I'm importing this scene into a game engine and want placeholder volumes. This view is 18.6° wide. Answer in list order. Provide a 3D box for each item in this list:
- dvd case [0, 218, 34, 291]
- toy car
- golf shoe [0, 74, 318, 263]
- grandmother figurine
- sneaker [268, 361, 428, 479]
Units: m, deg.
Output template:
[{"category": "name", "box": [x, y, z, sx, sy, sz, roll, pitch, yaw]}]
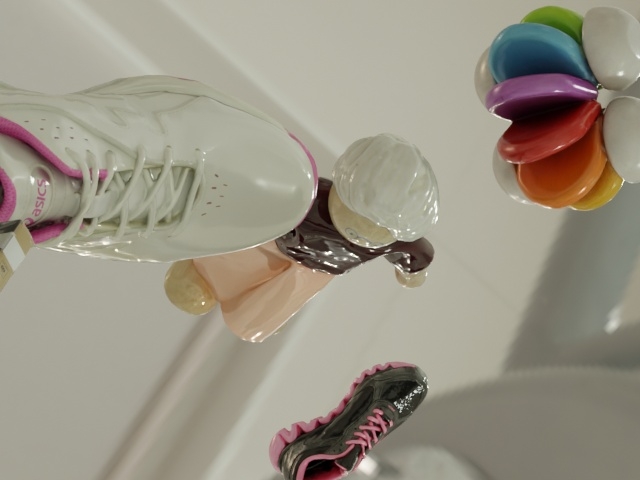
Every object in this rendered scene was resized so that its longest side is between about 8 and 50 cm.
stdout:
[{"category": "dvd case", "box": [-0.233, 0.074, 0.824, 0.164, 0.018, 0.221, -10, -147, 29]}, {"category": "toy car", "box": [0.198, -0.113, 1.678, 0.159, 0.182, 0.136, -14, 176, 37]}, {"category": "golf shoe", "box": [-0.137, -0.030, 1.062, 0.140, 0.306, 0.115, -129, -131, -61]}, {"category": "grandmother figurine", "box": [0.000, 0.000, 1.606, 0.342, 0.207, 0.104, 146, -50, -61]}, {"category": "sneaker", "box": [0.022, 0.126, 1.257, 0.119, 0.047, 0.057, -37, -152, 10]}]
